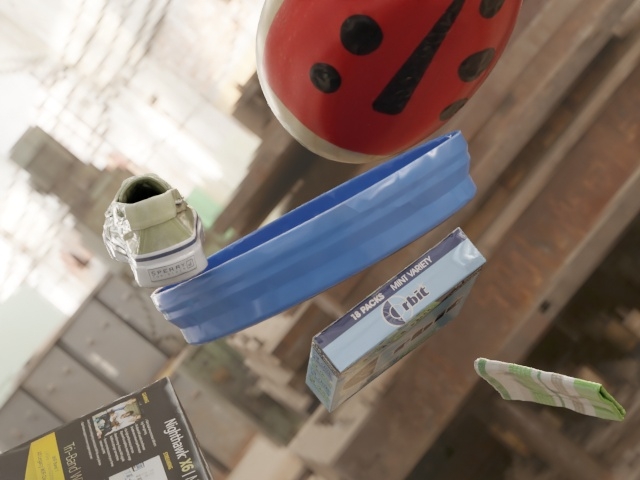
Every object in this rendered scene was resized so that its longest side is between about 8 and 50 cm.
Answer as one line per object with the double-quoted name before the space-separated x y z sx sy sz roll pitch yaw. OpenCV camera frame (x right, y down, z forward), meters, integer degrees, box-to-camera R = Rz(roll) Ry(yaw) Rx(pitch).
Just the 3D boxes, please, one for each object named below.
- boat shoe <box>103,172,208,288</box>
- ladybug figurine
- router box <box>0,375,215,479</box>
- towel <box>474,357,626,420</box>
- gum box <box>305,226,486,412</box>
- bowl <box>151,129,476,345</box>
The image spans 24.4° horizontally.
"boat shoe" -0.177 -0.026 1.580 0.109 0.094 0.302 -15 13 -12
"ladybug figurine" 0.090 -0.250 1.780 0.449 0.305 0.162 120 151 -44
"router box" -0.182 0.251 1.103 0.243 0.081 0.309 -24 28 -5
"towel" 0.259 0.171 1.672 0.113 0.152 0.023 39 -114 -55
"gum box" 0.062 0.074 1.291 0.157 0.041 0.184 -36 -13 -12
"bowl" 0.000 0.000 1.654 0.391 0.077 0.391 -28 4 2
